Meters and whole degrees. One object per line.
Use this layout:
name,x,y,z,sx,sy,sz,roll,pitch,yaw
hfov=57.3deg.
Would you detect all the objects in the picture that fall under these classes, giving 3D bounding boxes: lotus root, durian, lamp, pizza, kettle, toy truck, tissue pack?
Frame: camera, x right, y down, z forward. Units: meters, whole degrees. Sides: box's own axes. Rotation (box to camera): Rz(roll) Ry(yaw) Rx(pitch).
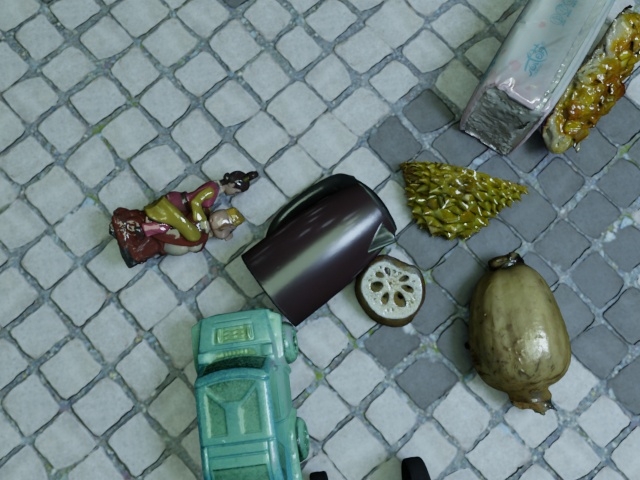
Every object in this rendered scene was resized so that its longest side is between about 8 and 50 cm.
lotus root,0.116,0.085,0.968,0.122,0.081,0.112,23,88,3
durian,0.234,-0.084,0.985,0.182,0.165,0.132,35,48,-18
lamp,-0.212,-0.036,0.960,0.254,0.118,0.118,-17,81,-4
pizza,0.478,-0.270,0.992,0.086,0.161,0.305,34,83,17
kettle,0.000,0.000,0.948,0.232,0.144,0.202,-37,41,-3
toy truck,-0.108,0.243,0.878,0.155,0.156,0.278,-9,79,7
lotus root,0.308,0.147,0.930,0.155,0.140,0.256,-21,66,35
tissue pack,0.358,-0.301,0.977,0.124,0.201,0.271,29,79,8

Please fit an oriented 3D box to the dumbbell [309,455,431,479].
dumbbell,0.078,0.407,0.872,0.326,0.143,0.143,-8,80,-3
